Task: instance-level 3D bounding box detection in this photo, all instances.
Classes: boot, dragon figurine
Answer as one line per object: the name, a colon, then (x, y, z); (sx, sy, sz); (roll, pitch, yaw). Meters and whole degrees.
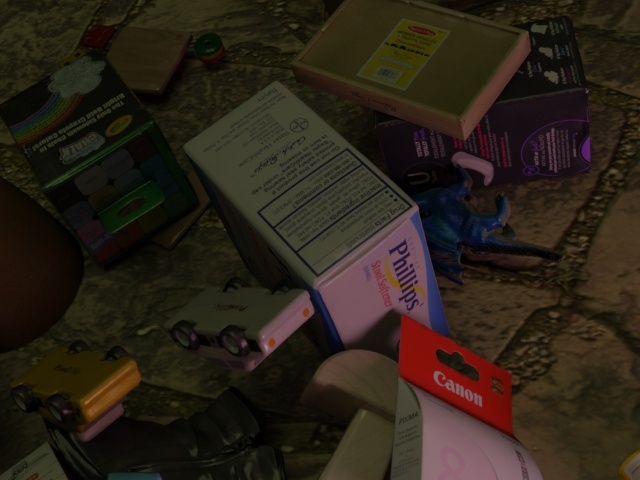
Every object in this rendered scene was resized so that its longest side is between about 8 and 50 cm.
boot: (-0.191, 0.239, 1.203); (0.222, 0.118, 0.338); (-31, 59, -16)
dragon figurine: (0.171, -0.005, 1.273); (0.144, 0.085, 0.289); (-39, 53, -13)

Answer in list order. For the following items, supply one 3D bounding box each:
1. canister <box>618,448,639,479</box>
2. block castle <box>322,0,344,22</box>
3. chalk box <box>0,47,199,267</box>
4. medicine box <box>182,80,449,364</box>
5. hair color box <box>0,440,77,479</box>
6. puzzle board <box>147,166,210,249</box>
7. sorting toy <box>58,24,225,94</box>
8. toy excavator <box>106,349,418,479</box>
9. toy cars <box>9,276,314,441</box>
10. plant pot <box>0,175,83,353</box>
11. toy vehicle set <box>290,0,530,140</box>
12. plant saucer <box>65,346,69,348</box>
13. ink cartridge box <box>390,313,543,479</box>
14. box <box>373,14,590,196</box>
canister: (0.401, 0.274, 1.009); (0.126, 0.073, 0.170); (-28, 51, -5)
block castle: (0.181, -0.518, 1.577); (0.453, 0.213, 0.303); (-21, 63, 8)
chalk box: (-0.305, -0.102, 1.416); (0.180, 0.179, 0.289); (-32, 50, -8)
medicine box: (0.000, 0.000, 1.206); (0.149, 0.263, 0.289); (-36, 53, -10)
hair color box: (-0.322, 0.335, 1.189); (0.093, 0.053, 0.167); (-35, 54, -9)
puzzle board: (-0.216, -0.050, 1.468); (0.096, 0.011, 0.128); (24, 64, 31)
sorting toy: (-0.297, -0.288, 1.643); (0.274, 0.046, 0.132); (9, 58, 22)
toy excavator: (-0.103, 0.321, 0.988); (0.445, 0.222, 0.433); (4, 61, -15)
toy cars: (-0.175, 0.141, 1.112); (0.393, 0.087, 0.176); (-22, 20, 13)
plant pot: (-0.488, -0.009, 1.364); (0.237, 0.254, 0.237); (-8, 52, 11)
toy vehicle set: (0.113, -0.236, 1.280); (0.267, 0.035, 0.166); (25, 64, 31)
plant saucer: (-0.344, 0.176, 1.336); (0.083, 0.015, 0.083); (-8, 53, 11)
ink cartridge box: (0.161, 0.206, 1.063); (0.066, 0.189, 0.232); (-27, 42, 45)
box: (0.214, -0.174, 1.333); (0.270, 0.165, 0.143); (-9, 53, 10)
